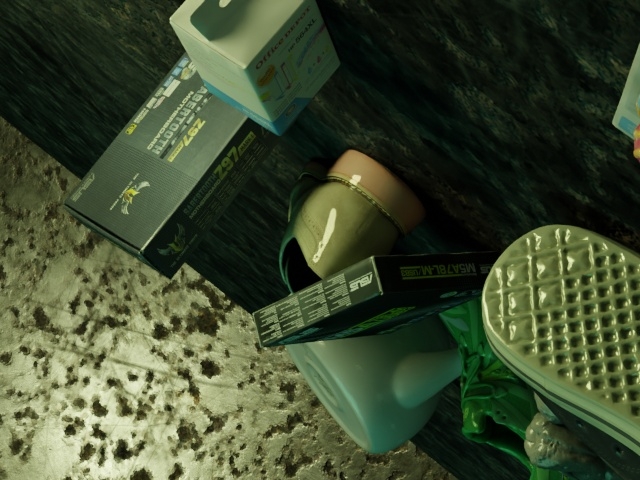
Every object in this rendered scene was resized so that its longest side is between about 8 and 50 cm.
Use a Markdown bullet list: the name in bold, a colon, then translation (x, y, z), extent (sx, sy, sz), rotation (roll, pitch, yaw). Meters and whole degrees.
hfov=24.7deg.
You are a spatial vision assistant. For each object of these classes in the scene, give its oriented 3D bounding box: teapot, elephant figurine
- **teapot**: translation (0.074, 0.129, 1.842), extent (0.256, 0.187, 0.252), rotation (51, 167, 17)
- **elephant figurine**: translation (0.269, 0.156, 1.453), extent (0.169, 0.186, 0.239), rotation (-3, -178, -3)

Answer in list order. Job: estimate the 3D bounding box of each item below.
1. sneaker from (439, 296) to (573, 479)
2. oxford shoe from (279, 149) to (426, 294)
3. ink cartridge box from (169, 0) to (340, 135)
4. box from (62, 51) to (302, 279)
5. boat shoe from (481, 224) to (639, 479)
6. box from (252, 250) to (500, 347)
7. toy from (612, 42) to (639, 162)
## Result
- **sneaker**: translation (0.194, 0.156, 1.601), extent (0.295, 0.123, 0.109), rotation (56, 175, 27)
- **oxford shoe**: translation (0.000, 0.000, 1.653), extent (0.140, 0.146, 0.397), rotation (40, 170, 0)
- **ink cartridge box**: translation (-0.056, -0.174, 1.258), extent (0.090, 0.092, 0.143), rotation (35, 169, 23)
- **box**: translation (-0.152, -0.088, 1.574), extent (0.183, 0.233, 0.059), rotation (28, 168, 49)
- **boat shoe**: translation (0.329, 0.159, 1.106), extent (0.500, 0.187, 0.156), rotation (38, 176, 39)
- **box**: translation (0.060, 0.059, 1.477), extent (0.190, 0.184, 0.045), rotation (-26, 75, 44)
- **toy**: translation (0.230, -0.052, 0.871), extent (0.137, 0.056, 0.237), rotation (39, 170, 12)
